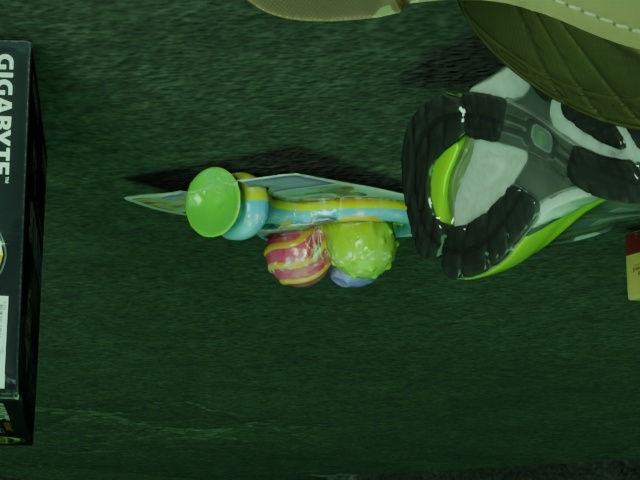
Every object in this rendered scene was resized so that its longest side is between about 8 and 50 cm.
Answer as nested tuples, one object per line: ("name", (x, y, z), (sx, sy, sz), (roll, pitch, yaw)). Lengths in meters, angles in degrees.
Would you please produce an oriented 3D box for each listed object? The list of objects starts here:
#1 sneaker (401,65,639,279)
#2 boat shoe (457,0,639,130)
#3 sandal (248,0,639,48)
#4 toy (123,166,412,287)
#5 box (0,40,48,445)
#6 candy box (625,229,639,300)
("sneaker", (0.155, -0.065, 0.919), (0.121, 0.111, 0.300), (-15, 177, -31))
("boat shoe", (0.149, -0.088, 0.771), (0.223, 0.073, 0.080), (19, 155, 50))
("sandal", (0.087, -0.121, 0.724), (0.240, 0.088, 0.079), (2, -159, 19))
("toy", (0.000, 0.000, 1.273), (0.137, 0.056, 0.237), (-7, 166, 35))
("box", (-0.173, 0.010, 1.028), (0.051, 0.175, 0.220), (2, 167, -6))
("candy box", (0.319, 0.017, 1.371), (0.186, 0.053, 0.109), (8, 165, -29))
